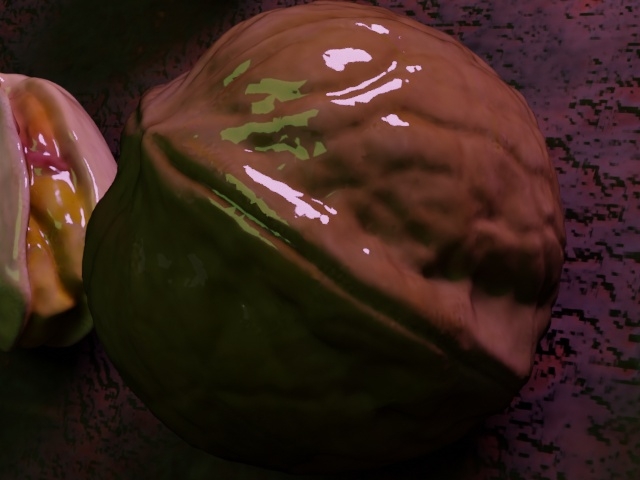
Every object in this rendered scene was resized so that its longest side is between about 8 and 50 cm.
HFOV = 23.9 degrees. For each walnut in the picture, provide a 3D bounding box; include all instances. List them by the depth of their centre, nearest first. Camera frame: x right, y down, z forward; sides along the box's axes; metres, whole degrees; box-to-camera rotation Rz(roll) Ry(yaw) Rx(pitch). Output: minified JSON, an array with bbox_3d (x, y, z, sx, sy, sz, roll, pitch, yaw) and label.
[{"bbox_3d":[0.000,0.000,0.693,0.228,0.228,0.228,-16,55,24],"label":"walnut"}]

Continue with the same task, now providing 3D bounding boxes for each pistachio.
[{"bbox_3d":[-0.175,-0.016,0.892,0.200,0.117,0.145,56,137,34],"label":"pistachio"}]
